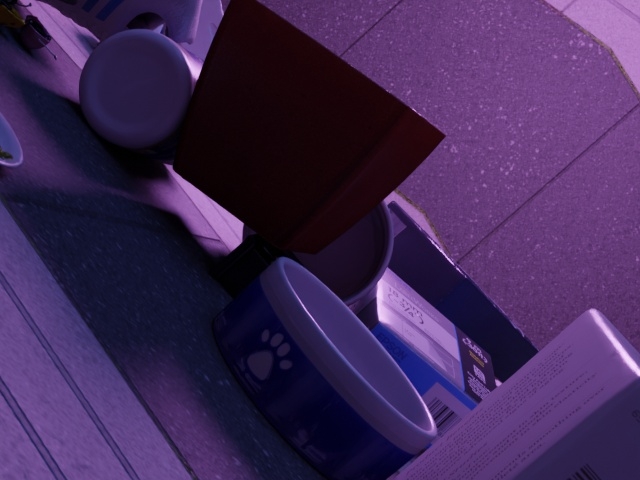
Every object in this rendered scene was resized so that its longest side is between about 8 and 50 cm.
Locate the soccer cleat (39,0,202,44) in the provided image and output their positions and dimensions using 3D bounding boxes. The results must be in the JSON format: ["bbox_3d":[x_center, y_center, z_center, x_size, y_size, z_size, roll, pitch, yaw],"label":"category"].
[{"bbox_3d":[-0.308,-0.327,1.836,0.331,0.143,0.116,6,11,30],"label":"soccer cleat"}]

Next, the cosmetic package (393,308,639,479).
[{"bbox_3d":[0.294,0.319,1.406,0.327,0.329,0.393,47,8,-2],"label":"cosmetic package"}]

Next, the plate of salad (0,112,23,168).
[{"bbox_3d":[-0.341,-0.147,1.234,0.200,0.048,0.200,48,7,-8],"label":"plate of salad"}]

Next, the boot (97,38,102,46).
[{"bbox_3d":[-0.300,-0.289,2.100,0.123,0.095,0.258,41,0,-12],"label":"boot"}]

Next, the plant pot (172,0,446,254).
[{"bbox_3d":[-0.031,-0.128,1.710,0.267,0.235,0.267,36,6,13],"label":"plant pot"}]

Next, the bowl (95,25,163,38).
[{"bbox_3d":[-0.360,-0.468,2.329,0.311,0.163,0.311,47,7,-7],"label":"bowl"}]

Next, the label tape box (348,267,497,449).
[{"bbox_3d":[0.135,0.153,1.958,0.240,0.106,0.333,40,17,-13],"label":"label tape box"}]

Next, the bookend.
[{"bbox_3d":[-0.049,0.070,1.697,0.156,0.072,0.157,49,8,5],"label":"bookend"}]

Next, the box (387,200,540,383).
[{"bbox_3d":[0.224,0.147,2.392,0.343,0.179,0.312,43,6,-34],"label":"box"}]

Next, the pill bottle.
[{"bbox_3d":[-0.204,-0.181,1.789,0.153,0.153,0.265,50,7,12],"label":"pill bottle"}]

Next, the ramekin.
[{"bbox_3d":[0.000,0.000,1.869,0.207,0.207,0.109,49,-1,8],"label":"ramekin"}]

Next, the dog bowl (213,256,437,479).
[{"bbox_3d":[0.006,0.149,1.487,0.265,0.104,0.265,47,7,-8],"label":"dog bowl"}]

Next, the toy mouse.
[{"bbox_3d":[-0.395,-0.290,1.715,0.161,0.031,0.143,46,8,-13],"label":"toy mouse"}]

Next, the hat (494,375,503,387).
[{"bbox_3d":[0.268,0.301,2.113,0.331,0.134,0.331,47,8,-9],"label":"hat"}]

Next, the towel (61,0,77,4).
[{"bbox_3d":[-0.469,-0.453,1.698,0.312,0.056,0.324,15,35,-49],"label":"towel"}]

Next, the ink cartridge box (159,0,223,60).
[{"bbox_3d":[-0.211,-0.313,2.235,0.191,0.082,0.139,143,-62,-75],"label":"ink cartridge box"}]
